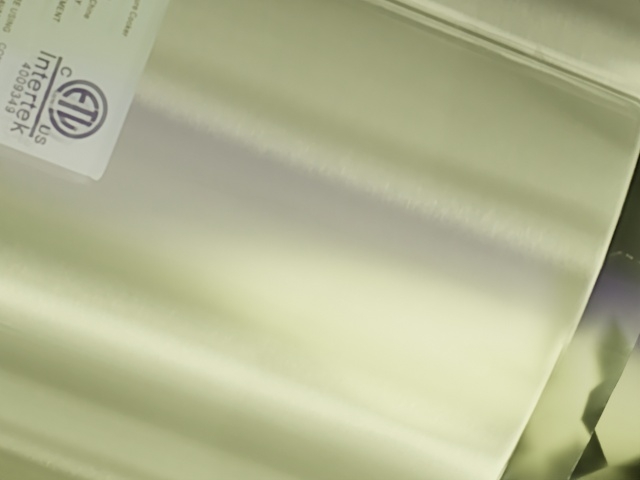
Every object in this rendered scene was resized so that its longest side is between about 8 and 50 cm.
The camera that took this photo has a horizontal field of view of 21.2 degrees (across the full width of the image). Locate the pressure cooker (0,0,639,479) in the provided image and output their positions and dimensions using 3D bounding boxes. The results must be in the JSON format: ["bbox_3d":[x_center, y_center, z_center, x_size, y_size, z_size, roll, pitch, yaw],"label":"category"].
[{"bbox_3d":[0.003,-0.017,0.733,0.420,0.375,0.370,20,125,-8],"label":"pressure cooker"}]
